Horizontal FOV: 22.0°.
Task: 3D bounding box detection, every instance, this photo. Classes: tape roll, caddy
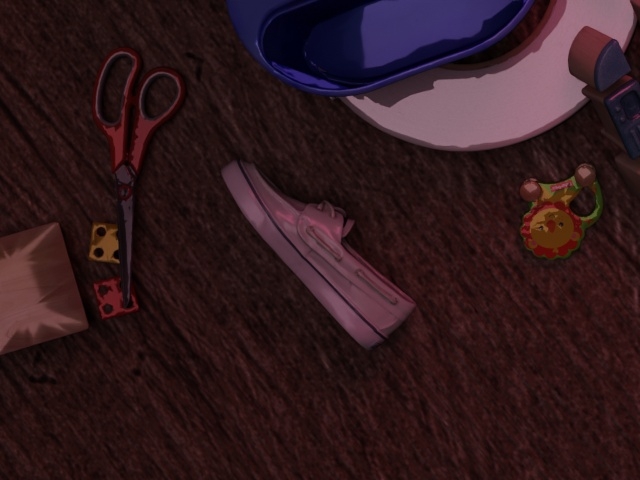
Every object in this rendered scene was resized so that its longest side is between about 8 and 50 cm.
[{"bbox_3d":[0.160,-0.288,1.808,0.392,0.072,0.392,1,95,12],"label":"tape roll"},{"bbox_3d":[0.072,-0.285,1.699,0.341,0.179,0.241,-19,89,12],"label":"caddy"}]

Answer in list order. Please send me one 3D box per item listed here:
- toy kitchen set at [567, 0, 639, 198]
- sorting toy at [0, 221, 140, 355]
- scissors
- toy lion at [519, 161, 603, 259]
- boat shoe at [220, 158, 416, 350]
[{"bbox_3d":[0.381,-0.153,1.719,0.166,0.122,0.207,-35,120,-5],"label":"toy kitchen set"},{"bbox_3d":[-0.343,0.057,1.937,0.275,0.046,0.132,-17,87,-2],"label":"sorting toy"},{"bbox_3d":[-0.235,-0.075,1.918,0.109,0.021,0.297,14,92,6],"label":"scissors"},{"bbox_3d":[0.268,-0.029,1.828,0.100,0.034,0.096,-16,98,12],"label":"toy lion"},{"bbox_3d":[0.000,0.000,1.851,0.088,0.096,0.267,-41,87,7],"label":"boat shoe"}]
